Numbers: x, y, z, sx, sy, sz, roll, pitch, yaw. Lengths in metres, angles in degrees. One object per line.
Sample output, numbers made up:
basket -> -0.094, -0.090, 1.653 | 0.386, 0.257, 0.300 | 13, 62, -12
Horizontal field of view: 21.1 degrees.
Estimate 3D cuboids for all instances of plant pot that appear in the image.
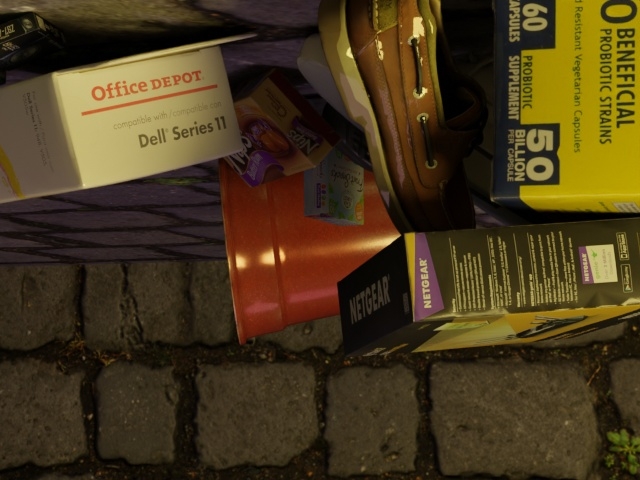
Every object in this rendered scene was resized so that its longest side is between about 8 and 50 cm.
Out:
plant pot -> 0.000, 0.000, 2.461 | 0.265, 0.272, 0.272 | -7, 174, -1

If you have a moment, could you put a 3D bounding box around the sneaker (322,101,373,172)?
sneaker -> 0.085, -0.117, 1.998 | 0.130, 0.109, 0.286 | 4, 175, 40

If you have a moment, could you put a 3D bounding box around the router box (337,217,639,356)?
router box -> 0.163, 0.047, 1.586 | 0.243, 0.081, 0.309 | -4, 172, -10

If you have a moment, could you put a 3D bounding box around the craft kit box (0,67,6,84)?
craft kit box -> -0.456, -0.190, 1.616 | 0.247, 0.060, 0.250 | -3, 173, 11

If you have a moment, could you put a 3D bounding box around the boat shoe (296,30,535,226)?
boat shoe -> 0.159, -0.134, 1.704 | 0.367, 0.156, 0.136 | 32, 171, -11

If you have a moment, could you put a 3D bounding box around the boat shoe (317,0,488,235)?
boat shoe -> 0.098, -0.099, 1.542 | 0.104, 0.110, 0.307 | -12, 136, 18

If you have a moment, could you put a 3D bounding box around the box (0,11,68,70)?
box -> -0.287, -0.190, 1.649 | 0.067, 0.018, 0.083 | -20, 170, 8

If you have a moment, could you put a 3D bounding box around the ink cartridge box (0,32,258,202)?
ink cartridge box -> -0.226, -0.116, 1.738 | 0.207, 0.119, 0.353 | -17, -174, -39

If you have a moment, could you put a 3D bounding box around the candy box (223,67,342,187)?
candy box -> -0.064, -0.124, 1.921 | 0.109, 0.053, 0.187 | 47, 157, -14

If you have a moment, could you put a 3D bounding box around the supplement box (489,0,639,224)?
supplement box -> 0.338, -0.120, 1.469 | 0.357, 0.194, 0.195 | -1, 174, 17

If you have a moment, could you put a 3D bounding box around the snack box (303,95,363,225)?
snack box -> 0.016, -0.093, 2.028 | 0.037, 0.141, 0.100 | -3, 172, 27
